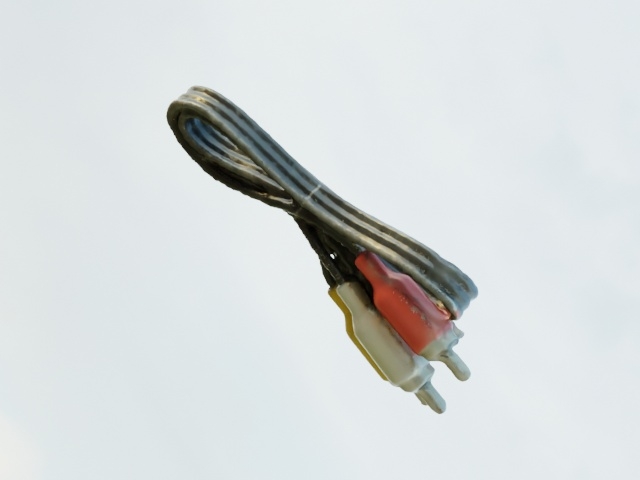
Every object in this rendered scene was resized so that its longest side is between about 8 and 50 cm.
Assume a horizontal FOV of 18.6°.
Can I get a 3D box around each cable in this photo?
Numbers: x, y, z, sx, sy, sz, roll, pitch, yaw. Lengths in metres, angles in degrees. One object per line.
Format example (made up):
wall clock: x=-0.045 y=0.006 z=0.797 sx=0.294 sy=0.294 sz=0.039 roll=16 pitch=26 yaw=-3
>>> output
cable: x=0.000 y=0.000 z=1.348 sx=0.287 sy=0.072 sz=0.139 roll=42 pitch=-22 yaw=0
